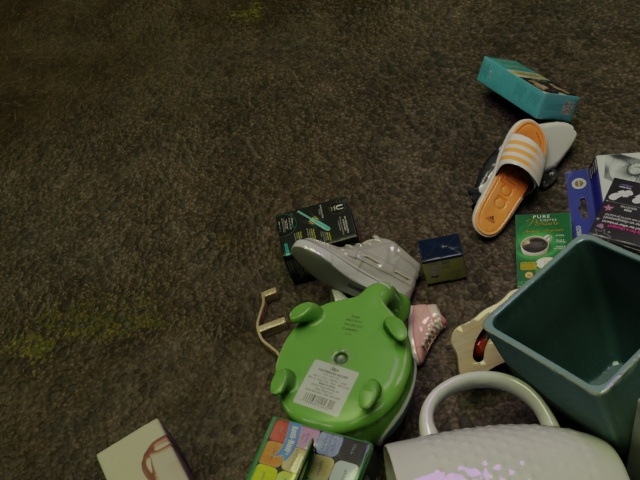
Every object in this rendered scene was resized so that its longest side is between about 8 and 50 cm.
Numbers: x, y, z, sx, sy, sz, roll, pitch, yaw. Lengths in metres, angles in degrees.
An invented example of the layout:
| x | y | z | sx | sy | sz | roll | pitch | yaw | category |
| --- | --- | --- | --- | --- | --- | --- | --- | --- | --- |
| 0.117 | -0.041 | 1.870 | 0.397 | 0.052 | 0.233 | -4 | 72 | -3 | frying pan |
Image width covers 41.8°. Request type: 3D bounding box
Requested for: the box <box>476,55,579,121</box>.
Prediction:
| x | y | z | sx | sy | sz | roll | pitch | yaw | category |
| --- | --- | --- | --- | --- | --- | --- | --- | --- | --- |
| 0.461 | -0.342 | 1.879 | 0.100 | 0.060 | 0.244 | 1 | 29 | -27 | box |

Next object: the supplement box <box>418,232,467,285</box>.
| x | y | z | sx | sy | sz | roll | pitch | yaw | category |
| --- | --- | --- | --- | --- | --- | --- | --- | --- | --- |
| 0.244 | 0.039 | 1.674 | 0.083 | 0.083 | 0.056 | -11 | 49 | 8 | supplement box |

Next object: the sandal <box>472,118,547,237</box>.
| x | y | z | sx | sy | sz | roll | pitch | yaw | category |
| --- | --- | --- | --- | --- | --- | --- | --- | --- | --- |
| 0.402 | -0.124 | 1.706 | 0.101 | 0.076 | 0.265 | 28 | 82 | -12 | sandal |

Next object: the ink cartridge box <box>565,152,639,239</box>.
| x | y | z | sx | sy | sz | roll | pitch | yaw | category |
| --- | --- | --- | --- | --- | --- | --- | --- | --- | --- |
| 0.616 | -0.083 | 1.685 | 0.223 | 0.045 | 0.223 | -5 | 51 | 14 | ink cartridge box |

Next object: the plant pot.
| x | y | z | sx | sy | sz | roll | pitch | yaw | category |
| --- | --- | --- | --- | --- | --- | --- | --- | --- | --- |
| 0.457 | 0.187 | 1.334 | 0.247 | 0.252 | 0.247 | -39 | 36 | -14 | plant pot |

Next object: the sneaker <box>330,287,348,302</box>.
| x | y | z | sx | sy | sz | roll | pitch | yaw | category |
| --- | --- | --- | --- | --- | --- | --- | --- | --- | --- |
| 0.063 | 0.150 | 1.669 | 0.061 | 0.054 | 0.152 | -16 | 49 | -17 | sneaker |

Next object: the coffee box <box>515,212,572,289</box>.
| x | y | z | sx | sy | sz | roll | pitch | yaw | category |
| --- | --- | --- | --- | --- | --- | --- | --- | --- | --- |
| 0.442 | 0.027 | 1.652 | 0.113 | 0.040 | 0.184 | -4 | 51 | 14 | coffee box |

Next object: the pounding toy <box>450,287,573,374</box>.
| x | y | z | sx | sy | sz | roll | pitch | yaw | category |
| --- | --- | --- | --- | --- | --- | --- | --- | --- | --- |
| 0.365 | 0.178 | 1.534 | 0.269 | 0.155 | 0.154 | -33 | 78 | 1 | pounding toy |

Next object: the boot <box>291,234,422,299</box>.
| x | y | z | sx | sy | sz | roll | pitch | yaw | category |
| --- | --- | --- | --- | --- | --- | --- | --- | --- | --- |
| 0.075 | 0.039 | 1.674 | 0.258 | 0.095 | 0.123 | 30 | 61 | -4 | boot |

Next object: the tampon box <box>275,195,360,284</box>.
| x | y | z | sx | sy | sz | roll | pitch | yaw | category |
| --- | --- | --- | --- | --- | --- | --- | --- | --- | --- |
| 0.000 | 0.000 | 1.771 | 0.160 | 0.101 | 0.121 | -15 | 49 | 4 | tampon box |

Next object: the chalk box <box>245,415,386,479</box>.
| x | y | z | sx | sy | sz | roll | pitch | yaw | category |
| --- | --- | --- | --- | --- | --- | --- | --- | --- | --- |
| -0.013 | 0.406 | 1.316 | 0.179 | 0.289 | 0.180 | 10 | 55 | 24 | chalk box |

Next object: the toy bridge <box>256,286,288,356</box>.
| x | y | z | sx | sy | sz | roll | pitch | yaw | category |
| --- | --- | --- | --- | --- | --- | --- | --- | --- | --- |
| -0.098 | 0.177 | 1.706 | 0.063 | 0.026 | 0.188 | -22 | 48 | 1 | toy bridge |

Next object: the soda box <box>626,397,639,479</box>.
| x | y | z | sx | sy | sz | roll | pitch | yaw | category |
| --- | --- | --- | --- | --- | --- | --- | --- | --- | --- |
| 0.523 | 0.305 | 1.234 | 0.091 | 0.286 | 0.098 | -37 | 52 | -16 | soda box |

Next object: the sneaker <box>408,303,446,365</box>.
| x | y | z | sx | sy | sz | roll | pitch | yaw | category |
| --- | --- | --- | --- | --- | --- | --- | --- | --- | --- |
| 0.205 | 0.175 | 1.597 | 0.070 | 0.051 | 0.134 | -10 | 45 | 16 | sneaker |

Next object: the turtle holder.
| x | y | z | sx | sy | sz | roll | pitch | yaw | category |
| --- | --- | --- | --- | --- | --- | --- | --- | --- | --- |
| 0.052 | 0.224 | 1.488 | 0.243 | 0.227 | 0.320 | -12 | 49 | 9 | turtle holder |

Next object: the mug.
| x | y | z | sx | sy | sz | roll | pitch | yaw | category |
| --- | --- | --- | --- | --- | --- | --- | --- | --- | --- |
| 0.273 | 0.370 | 1.263 | 0.327 | 0.276 | 0.374 | -10 | 54 | -2 | mug |

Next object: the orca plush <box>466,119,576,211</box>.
| x | y | z | sx | sy | sz | roll | pitch | yaw | category |
| --- | --- | --- | --- | --- | --- | --- | --- | --- | --- |
| 0.419 | -0.156 | 1.805 | 0.151 | 0.102 | 0.287 | 42 | 79 | -9 | orca plush |

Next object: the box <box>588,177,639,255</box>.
| x | y | z | sx | sy | sz | roll | pitch | yaw | category |
| --- | --- | --- | --- | --- | --- | --- | --- | --- | --- |
| 0.565 | 0.035 | 1.469 | 0.163 | 0.247 | 0.142 | 16 | 57 | 28 | box |

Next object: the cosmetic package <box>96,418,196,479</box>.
| x | y | z | sx | sy | sz | roll | pitch | yaw | category |
| --- | --- | --- | --- | --- | --- | --- | --- | --- | --- |
| -0.254 | 0.475 | 1.429 | 0.129 | 0.153 | 0.296 | -31 | 51 | -11 | cosmetic package |
